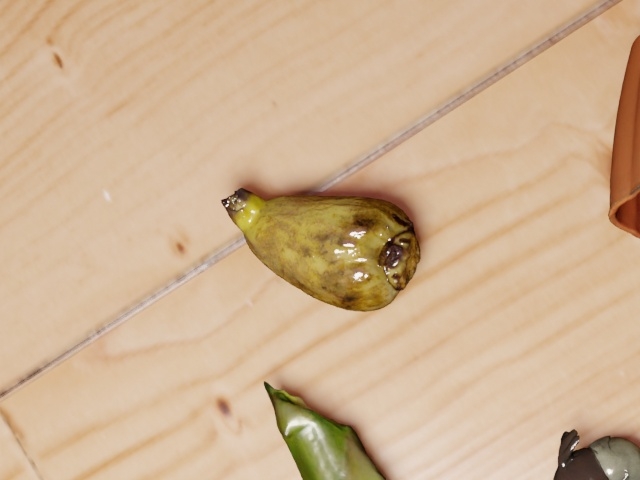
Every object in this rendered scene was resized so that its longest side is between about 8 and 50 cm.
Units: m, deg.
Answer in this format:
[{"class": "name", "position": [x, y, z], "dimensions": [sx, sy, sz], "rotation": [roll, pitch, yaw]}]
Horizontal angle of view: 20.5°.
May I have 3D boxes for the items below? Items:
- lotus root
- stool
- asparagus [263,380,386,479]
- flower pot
[{"class": "lotus root", "position": [0.000, 0.000, 1.636], "dimensions": [0.190, 0.094, 0.108], "rotation": [17, 63, 19]}, {"class": "stool", "position": [0.288, 0.248, 1.539], "dimensions": [0.121, 0.125, 0.217], "rotation": [-24, 59, -13]}, {"class": "asparagus", "position": [0.043, 0.272, 1.591], "dimensions": [0.085, 0.082, 0.343], "rotation": [-23, 75, -1]}, {"class": "flower pot", "position": [0.342, -0.101, 1.558], "dimensions": [0.190, 0.191, 0.173], "rotation": [-4, 68, 9]}]
